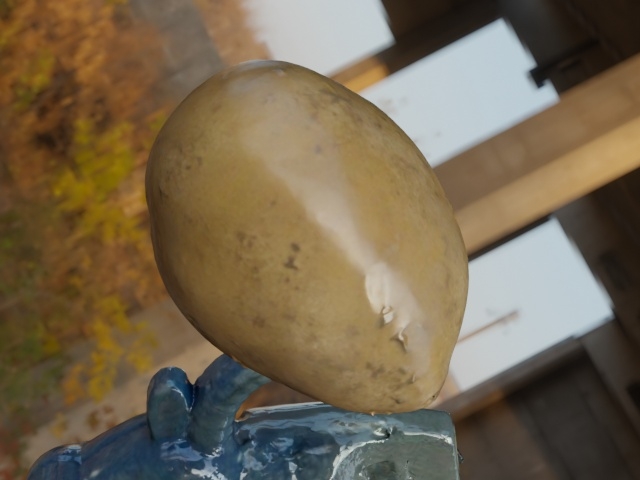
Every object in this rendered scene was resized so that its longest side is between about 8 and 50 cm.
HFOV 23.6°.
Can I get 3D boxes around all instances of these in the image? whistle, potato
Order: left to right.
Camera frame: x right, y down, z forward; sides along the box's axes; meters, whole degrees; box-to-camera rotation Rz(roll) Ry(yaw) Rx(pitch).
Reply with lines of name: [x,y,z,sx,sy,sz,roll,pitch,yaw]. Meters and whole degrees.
whistle: [-0.053,0.139,0.862,0.093,0.269,0.180,-93,173,-63]
potato: [-0.001,-0.002,0.592,0.147,0.112,0.112,52,2,-16]
